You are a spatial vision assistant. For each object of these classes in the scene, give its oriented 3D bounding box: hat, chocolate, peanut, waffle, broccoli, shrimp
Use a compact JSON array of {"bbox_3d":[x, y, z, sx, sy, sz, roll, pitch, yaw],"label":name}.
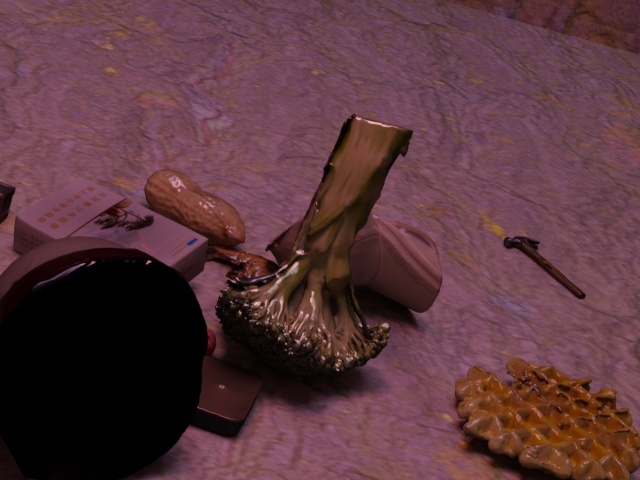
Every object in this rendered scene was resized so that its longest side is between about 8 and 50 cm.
[{"bbox_3d":[0.048,0.048,2.145,0.164,0.219,0.226,-40,87,-29],"label":"hat"},{"bbox_3d":[-0.280,0.122,1.681,0.284,0.283,0.186,-3,16,-34],"label":"chocolate"},{"bbox_3d":[-0.189,-0.046,2.237,0.187,0.082,0.082,31,29,28],"label":"peanut"},{"bbox_3d":[0.305,0.245,1.976,0.261,0.056,0.250,20,27,2],"label":"waffle"},{"bbox_3d":[0.015,0.008,1.959,0.221,0.361,0.252,30,-10,37],"label":"broccoli"},{"bbox_3d":[-0.144,0.048,2.122,0.148,0.035,0.195,24,23,12],"label":"shrimp"}]

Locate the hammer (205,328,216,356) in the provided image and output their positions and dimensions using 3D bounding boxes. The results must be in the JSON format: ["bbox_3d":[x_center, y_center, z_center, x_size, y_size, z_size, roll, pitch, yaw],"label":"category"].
[{"bbox_3d":[-0.179,0.131,1.931,0.083,0.043,0.043,8,27,-18],"label":"hammer"}]

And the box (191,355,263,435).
[{"bbox_3d":[-0.127,0.196,1.845,0.091,0.031,0.126,18,25,4],"label":"box"}]

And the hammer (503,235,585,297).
[{"bbox_3d":[0.385,0.044,2.464,0.062,0.017,0.182,-4,34,-36],"label":"hammer"}]

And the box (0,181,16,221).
[{"bbox_3d":[-0.488,-0.060,2.115,0.085,0.060,0.063,20,18,9],"label":"box"}]

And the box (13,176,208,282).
[{"bbox_3d":[-0.294,0.005,2.059,0.233,0.067,0.149,26,40,21],"label":"box"}]
